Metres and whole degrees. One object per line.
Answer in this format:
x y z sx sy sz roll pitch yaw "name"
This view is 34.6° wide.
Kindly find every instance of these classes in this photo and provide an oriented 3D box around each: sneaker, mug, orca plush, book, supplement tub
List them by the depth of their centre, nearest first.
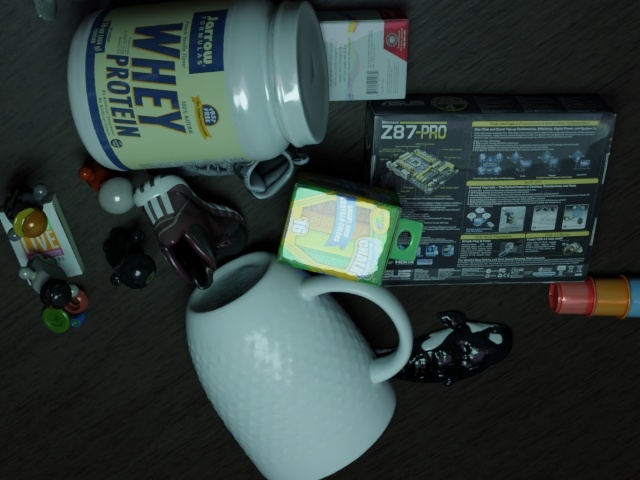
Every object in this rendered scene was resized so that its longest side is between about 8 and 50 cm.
-0.166 -0.224 1.460 0.325 0.235 0.235 -3 120 13 "supplement tub"
-0.148 -0.128 1.592 0.268 0.153 0.101 -15 130 0 "sneaker"
-0.185 0.016 1.607 0.106 0.162 0.281 -31 153 15 "sneaker"
-0.027 0.178 1.697 0.374 0.276 0.328 -22 115 23 "mug"
-0.461 0.000 1.702 0.096 0.035 0.144 -13 120 5 "book"
0.213 0.214 1.855 0.287 0.102 0.151 4 117 -9 "orca plush"

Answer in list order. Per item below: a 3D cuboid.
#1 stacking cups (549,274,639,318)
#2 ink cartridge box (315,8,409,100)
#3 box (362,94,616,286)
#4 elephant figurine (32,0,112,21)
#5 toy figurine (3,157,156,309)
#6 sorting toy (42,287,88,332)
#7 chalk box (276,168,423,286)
0.574 0.095 1.848 0.316 0.096 0.096 3 118 -6 "stacking cups"
0.042 -0.286 1.582 0.175 0.072 0.127 -2 119 -5 "ink cartridge box"
0.266 -0.080 1.709 0.395 0.097 0.318 -2 120 -5 "box"
-0.354 -0.383 1.386 0.186 0.239 0.169 18 114 -16 "elephant figurine"
-0.377 -0.006 1.610 0.209 0.148 0.213 -18 121 -21 "toy figurine"
-0.429 0.117 1.766 0.061 0.042 0.102 46 117 -9 "sorting toy"
0.051 -0.016 1.588 0.213 0.132 0.132 12 104 -2 "chalk box"
